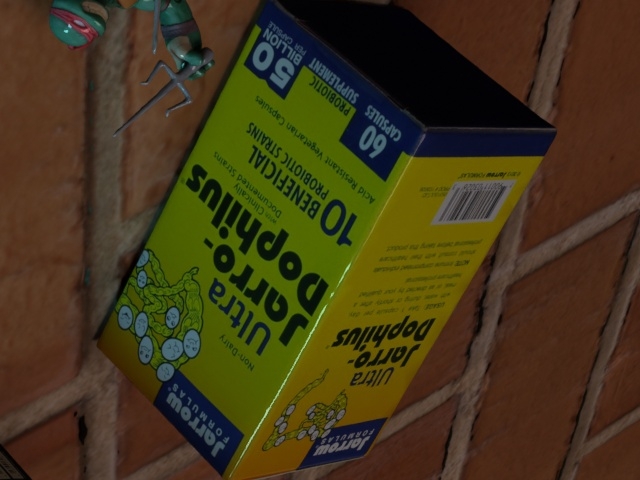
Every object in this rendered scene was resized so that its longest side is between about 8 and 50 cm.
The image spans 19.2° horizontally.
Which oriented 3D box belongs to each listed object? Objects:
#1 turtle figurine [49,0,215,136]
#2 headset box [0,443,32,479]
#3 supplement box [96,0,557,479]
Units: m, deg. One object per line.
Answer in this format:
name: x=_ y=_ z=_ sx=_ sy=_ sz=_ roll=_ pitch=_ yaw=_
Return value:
turtle figurine: x=-0.114 y=-0.198 z=1.287 sx=0.234 sy=0.118 sz=0.175 roll=-59 pitch=167 yaw=-11
headset box: x=-0.311 y=0.339 z=1.538 sx=0.131 sy=0.246 sz=0.283 roll=7 pitch=122 yaw=-55
supplement box: x=0.000 y=0.000 z=1.584 sx=0.195 sy=0.194 sz=0.356 roll=-4 pitch=129 yaw=-51
